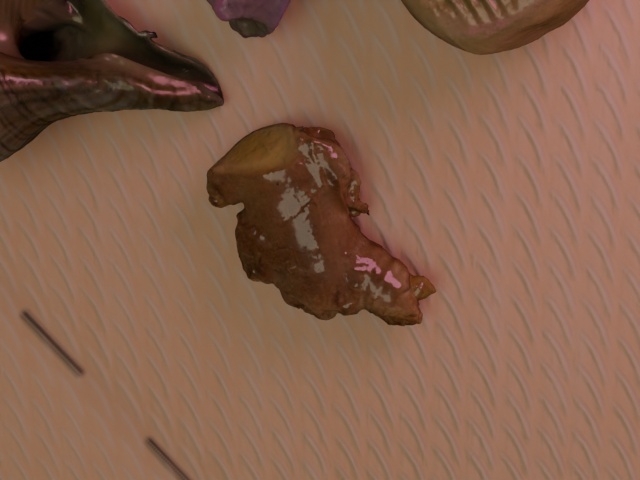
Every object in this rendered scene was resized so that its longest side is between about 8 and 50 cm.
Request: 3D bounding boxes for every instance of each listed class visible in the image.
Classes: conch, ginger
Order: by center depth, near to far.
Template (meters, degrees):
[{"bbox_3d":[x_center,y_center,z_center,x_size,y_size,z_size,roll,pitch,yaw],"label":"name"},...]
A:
[{"bbox_3d":[-0.289,-0.148,1.060,0.386,0.169,0.203,2,83,-25],"label":"conch"},{"bbox_3d":[-0.005,0.001,1.066,0.137,0.074,0.213,-29,104,22],"label":"ginger"}]

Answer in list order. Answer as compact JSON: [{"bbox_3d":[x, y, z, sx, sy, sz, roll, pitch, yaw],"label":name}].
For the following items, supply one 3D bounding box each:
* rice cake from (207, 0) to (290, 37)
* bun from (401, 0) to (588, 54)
[{"bbox_3d":[0.013,-0.326,0.944,0.064,0.070,0.399,19,115,-26],"label":"rice cake"},{"bbox_3d":[0.130,-0.244,0.922,0.178,0.128,0.193,-40,82,23],"label":"bun"}]
